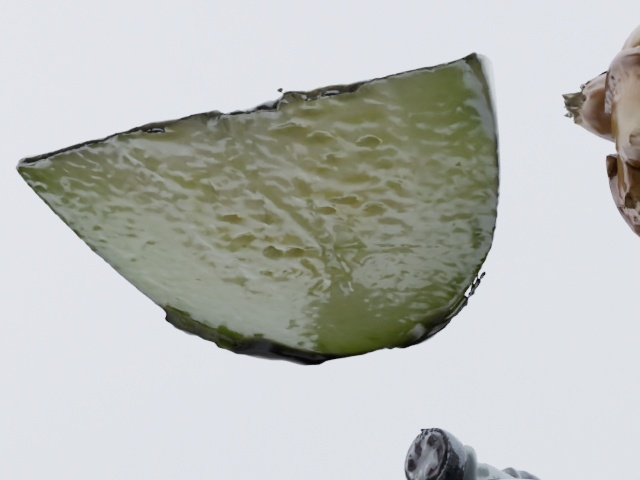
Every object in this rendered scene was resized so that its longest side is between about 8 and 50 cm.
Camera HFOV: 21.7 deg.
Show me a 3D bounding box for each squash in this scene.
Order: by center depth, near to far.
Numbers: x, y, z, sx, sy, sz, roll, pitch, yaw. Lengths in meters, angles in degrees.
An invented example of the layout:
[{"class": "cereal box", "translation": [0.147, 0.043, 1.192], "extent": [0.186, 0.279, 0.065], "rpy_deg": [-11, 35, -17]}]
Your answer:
[{"class": "squash", "translation": [0.000, 0.000, 0.847], "extent": [0.237, 0.204, 0.155], "rpy_deg": [-8, -86, 20]}]

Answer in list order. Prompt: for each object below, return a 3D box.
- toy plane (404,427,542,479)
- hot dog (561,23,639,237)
[{"class": "toy plane", "translation": [0.066, 0.185, 1.020], "extent": [0.251, 0.101, 0.255], "rpy_deg": [28, -34, -33]}, {"class": "hot dog", "translation": [0.189, -0.023, 0.495], "extent": [0.249, 0.076, 0.102], "rpy_deg": [15, -37, 25]}]
